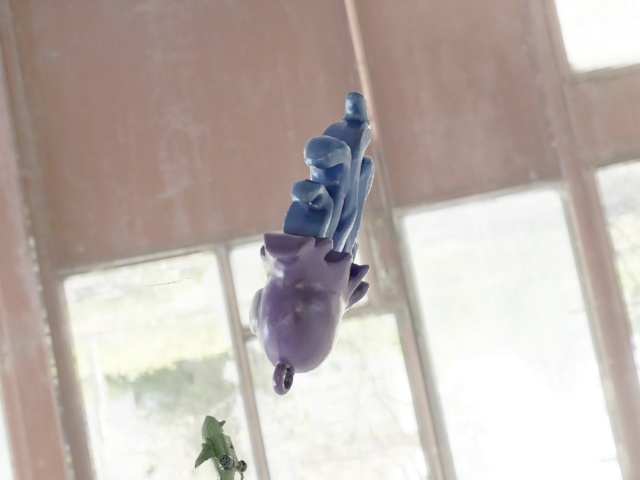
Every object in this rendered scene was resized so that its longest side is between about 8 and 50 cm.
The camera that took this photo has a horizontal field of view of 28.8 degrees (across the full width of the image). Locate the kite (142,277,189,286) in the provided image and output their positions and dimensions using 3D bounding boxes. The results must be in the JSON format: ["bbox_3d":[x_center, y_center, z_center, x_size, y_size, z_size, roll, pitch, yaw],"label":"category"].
[{"bbox_3d":[-0.158,0.045,1.340,0.078,0.002,0.044,-10,175,34],"label":"kite"}]

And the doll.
[{"bbox_3d":[0.000,0.000,0.778,0.067,0.206,0.110,6,154,23],"label":"doll"}]

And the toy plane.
[{"bbox_3d":[-0.091,0.197,1.144,0.033,0.083,0.080,-26,152,21],"label":"toy plane"}]
